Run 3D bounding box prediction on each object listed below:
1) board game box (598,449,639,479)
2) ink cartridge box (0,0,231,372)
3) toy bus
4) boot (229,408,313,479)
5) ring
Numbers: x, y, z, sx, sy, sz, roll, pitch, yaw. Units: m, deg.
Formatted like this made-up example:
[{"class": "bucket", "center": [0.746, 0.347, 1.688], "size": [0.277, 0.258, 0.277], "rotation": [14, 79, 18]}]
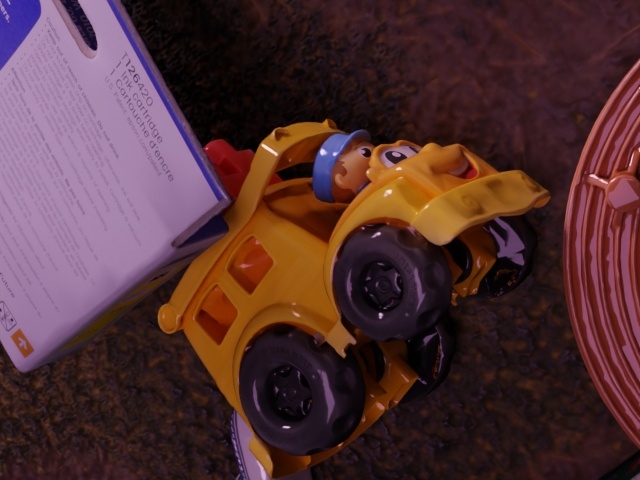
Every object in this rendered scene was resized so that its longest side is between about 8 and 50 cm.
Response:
[{"class": "board game box", "center": [0.350, 0.206, 0.791], "size": [0.317, 0.046, 0.213], "rotation": [43, 121, 2]}, {"class": "ink cartridge box", "center": [-0.177, -0.102, 0.796], "size": [0.307, 0.072, 0.303], "rotation": [-33, 84, 48]}, {"class": "toy bus", "center": [0.000, 0.000, 0.812], "size": [0.211, 0.149, 0.220], "rotation": [47, 121, 18]}, {"class": "boot", "center": [-0.048, 0.196, 0.942], "size": [0.086, 0.069, 0.190], "rotation": [-10, 108, 23]}, {"class": "ring", "center": [0.297, 0.012, 0.699], "size": [0.336, 0.032, 0.336], "rotation": [3, 99, 17]}]
